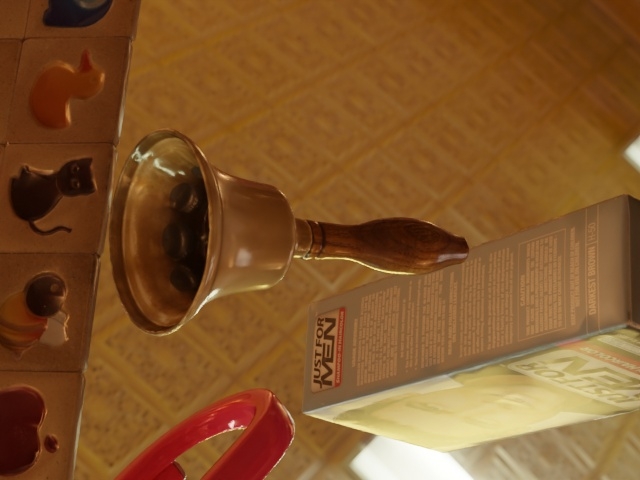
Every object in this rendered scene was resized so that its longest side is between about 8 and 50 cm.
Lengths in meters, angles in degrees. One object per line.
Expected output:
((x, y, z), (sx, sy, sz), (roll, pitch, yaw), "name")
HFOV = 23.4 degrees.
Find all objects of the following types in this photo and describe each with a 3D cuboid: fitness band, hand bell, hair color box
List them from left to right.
((-0.142, 0.252, 1.531), (0.054, 0.209, 0.291), (56, -134, -13), "fitness band")
((0.000, 0.000, 0.998), (0.242, 0.126, 0.126), (3, -134, -34), "hand bell")
((0.175, 0.085, 1.326), (0.185, 0.374, 0.113), (21, -117, -36), "hair color box")

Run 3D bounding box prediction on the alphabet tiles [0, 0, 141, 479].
((-0.164, -0.033, 0.542), (0.009, 0.198, 0.237), (55, -142, -66), "alphabet tiles")
